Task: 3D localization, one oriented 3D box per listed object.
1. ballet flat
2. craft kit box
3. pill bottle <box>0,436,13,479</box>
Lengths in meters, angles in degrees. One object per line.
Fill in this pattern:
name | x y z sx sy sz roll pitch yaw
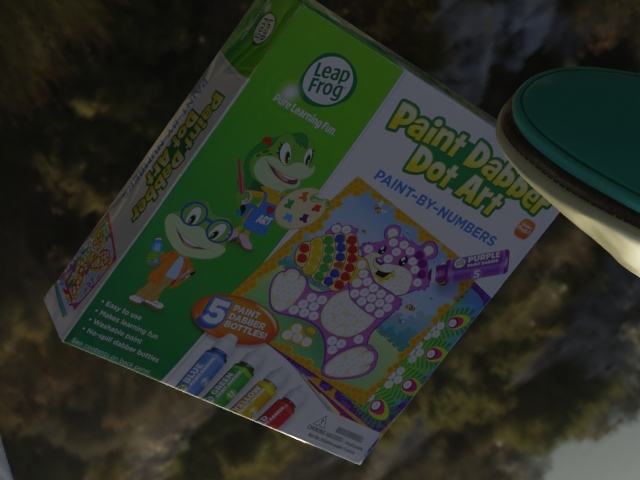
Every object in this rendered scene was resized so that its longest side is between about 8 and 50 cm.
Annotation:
ballet flat | 0.172 0.008 0.491 0.086 0.248 0.086 -34 134 -44
craft kit box | 0.000 0.000 0.888 0.250 0.061 0.246 27 103 -34
pill bottle | -0.226 0.139 0.630 0.184 0.103 0.103 -16 153 -16
